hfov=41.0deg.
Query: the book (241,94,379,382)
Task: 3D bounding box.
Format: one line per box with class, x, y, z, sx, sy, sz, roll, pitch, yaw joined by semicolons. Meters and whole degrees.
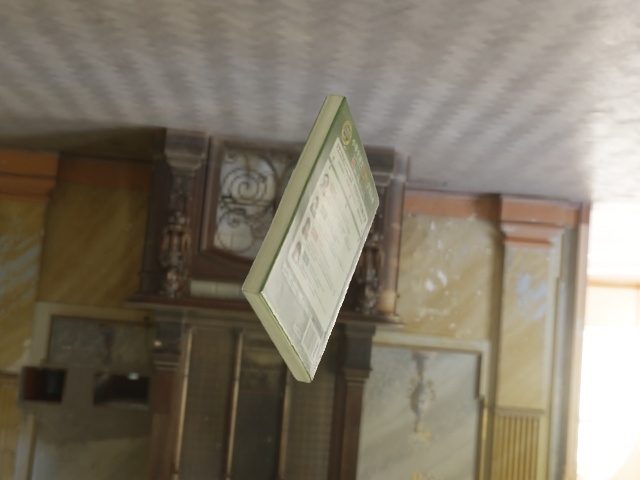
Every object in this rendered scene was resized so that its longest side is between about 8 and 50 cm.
book;0.000;0.000;0.964;0.027;0.264;0.202;8;148;24
